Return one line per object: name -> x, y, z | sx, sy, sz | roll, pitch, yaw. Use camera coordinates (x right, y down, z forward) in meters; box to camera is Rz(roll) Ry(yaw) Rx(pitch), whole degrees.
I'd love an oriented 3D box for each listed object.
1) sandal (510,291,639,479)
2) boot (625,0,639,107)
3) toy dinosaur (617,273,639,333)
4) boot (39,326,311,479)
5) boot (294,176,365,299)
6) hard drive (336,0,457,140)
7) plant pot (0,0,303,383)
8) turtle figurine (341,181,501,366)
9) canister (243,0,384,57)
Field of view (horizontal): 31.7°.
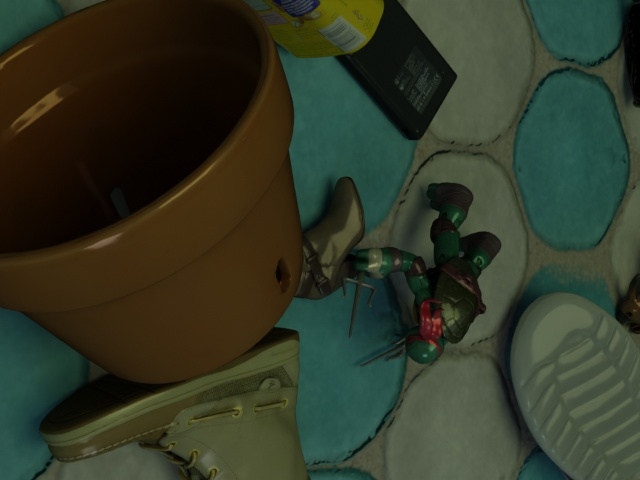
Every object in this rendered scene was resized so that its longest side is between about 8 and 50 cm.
sandal -> 0.349, 0.237, 1.390 | 0.169, 0.102, 0.416 | -42, 108, -13
boot -> 0.494, -0.212, 1.499 | 0.229, 0.091, 0.263 | -20, 101, -31
toy dinosaur -> 0.527, 0.015, 1.510 | 0.200, 0.127, 0.295 | 38, 63, -27
boot -> -0.114, 0.204, 1.011 | 0.262, 0.095, 0.203 | -18, 105, -42
boot -> 0.000, 0.000, 1.122 | 0.087, 0.042, 0.118 | -11, 100, -36
hard drive -> 0.082, -0.185, 1.189 | 0.135, 0.022, 0.094 | 45, 66, -32
plant pot -> -0.137, -0.028, 0.874 | 0.291, 0.291, 0.203 | -51, 138, -25
turtle figurine -> 0.114, 0.056, 1.169 | 0.234, 0.118, 0.175 | -58, 145, -38
canister -> -0.039, -0.237, 1.022 | 0.170, 0.126, 0.073 | 33, 72, -38
